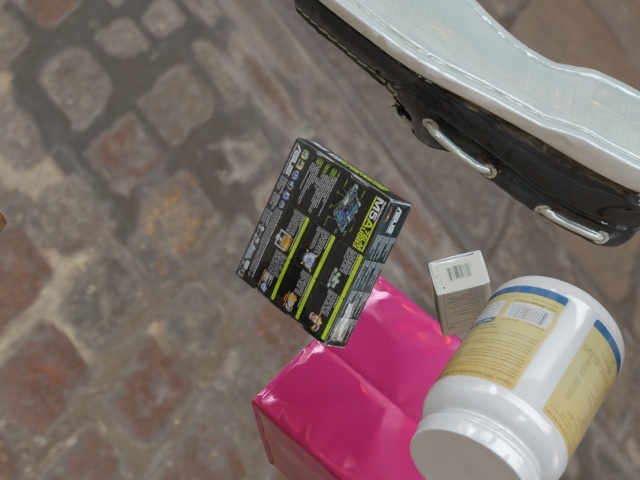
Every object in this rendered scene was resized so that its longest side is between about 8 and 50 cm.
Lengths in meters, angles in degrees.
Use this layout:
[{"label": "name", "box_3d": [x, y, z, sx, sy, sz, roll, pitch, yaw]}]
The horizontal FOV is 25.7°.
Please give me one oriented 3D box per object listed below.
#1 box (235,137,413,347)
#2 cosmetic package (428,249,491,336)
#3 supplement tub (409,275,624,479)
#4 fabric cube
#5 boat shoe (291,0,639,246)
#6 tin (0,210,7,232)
[{"label": "box", "box_3d": [0.000, 0.000, 1.650, 0.045, 0.190, 0.184, 11, 18, -48]}, {"label": "cosmetic package", "box_3d": [0.152, 0.058, 1.519, 0.115, 0.060, 0.041, 76, 0, -62]}, {"label": "supplement tub", "box_3d": [0.184, 0.146, 1.318, 0.144, 0.144, 0.199, 48, 55, -14]}, {"label": "fabric cube", "box_3d": [0.096, 0.253, 1.895, 0.258, 0.259, 0.254, 38, -18, 22]}, {"label": "boat shoe", "box_3d": [0.099, -0.095, 0.939, 0.302, 0.091, 0.114, 33, 42, 3]}, {"label": "tin", "box_3d": [-0.496, -0.043, 1.988, 0.106, 0.190, 0.040, 40, 72, -8]}]
